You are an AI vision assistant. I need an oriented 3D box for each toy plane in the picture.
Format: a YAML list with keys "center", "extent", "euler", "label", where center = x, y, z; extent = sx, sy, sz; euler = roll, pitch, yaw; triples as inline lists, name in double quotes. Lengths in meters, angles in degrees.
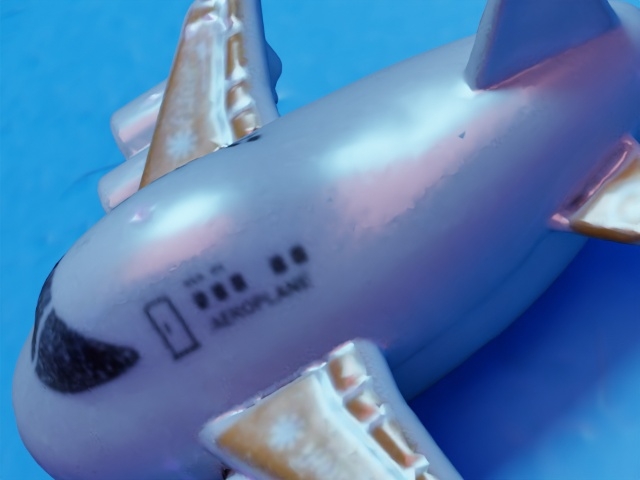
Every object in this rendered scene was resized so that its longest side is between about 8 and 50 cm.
- center: [0.000, 0.000, 0.519]
  extent: [0.245, 0.117, 0.244]
  euler: [-15, 57, 24]
  label: "toy plane"
